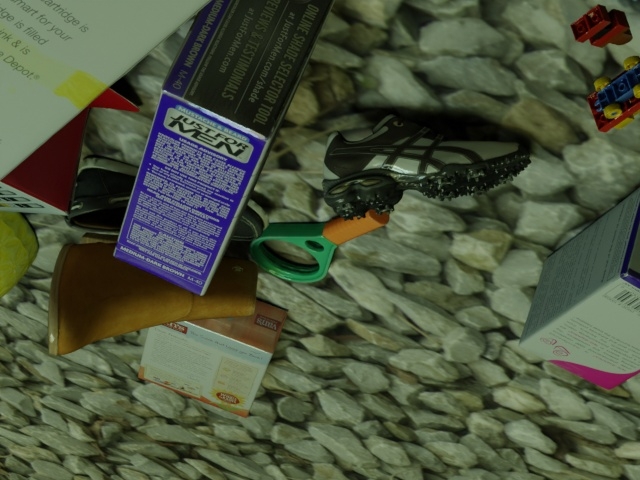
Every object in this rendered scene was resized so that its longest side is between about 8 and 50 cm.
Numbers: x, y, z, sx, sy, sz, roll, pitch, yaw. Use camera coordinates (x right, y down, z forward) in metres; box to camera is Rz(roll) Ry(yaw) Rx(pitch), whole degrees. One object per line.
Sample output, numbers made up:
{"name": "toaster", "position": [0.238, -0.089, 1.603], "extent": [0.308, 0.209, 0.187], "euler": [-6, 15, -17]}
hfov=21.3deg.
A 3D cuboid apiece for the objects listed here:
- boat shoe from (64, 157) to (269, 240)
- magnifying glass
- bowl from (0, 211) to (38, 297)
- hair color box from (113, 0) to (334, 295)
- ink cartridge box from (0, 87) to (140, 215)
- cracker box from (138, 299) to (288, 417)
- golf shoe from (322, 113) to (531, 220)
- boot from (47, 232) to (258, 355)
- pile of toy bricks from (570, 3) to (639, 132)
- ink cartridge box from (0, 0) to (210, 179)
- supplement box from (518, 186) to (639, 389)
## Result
{"name": "boat shoe", "position": [-0.170, -0.027, 1.877], "extent": [0.233, 0.079, 0.084], "euler": [11, 149, 16]}
{"name": "magnifying glass", "position": [0.000, 0.000, 1.860], "extent": [0.092, 0.026, 0.231], "euler": [33, 149, -21]}
{"name": "bowl", "position": [-0.514, 0.019, 2.113], "extent": [0.289, 0.156, 0.289], "euler": [17, 151, 9]}
{"name": "hair color box", "position": [-0.092, -0.106, 1.567], "extent": [0.110, 0.185, 0.339], "euler": [25, 151, -4]}
{"name": "ink cartridge box", "position": [-0.375, -0.127, 1.688], "extent": [0.271, 0.130, 0.309], "euler": [4, 168, 28]}
{"name": "cracker box", "position": [-0.139, 0.132, 2.144], "extent": [0.155, 0.067, 0.232], "euler": [21, 153, -1]}
{"name": "golf shoe", "position": [0.096, -0.083, 1.600], "extent": [0.198, 0.094, 0.077], "euler": [-10, 162, 3]}
{"name": "boot", "position": [-0.176, 0.057, 1.857], "extent": [0.211, 0.295, 0.104], "euler": [8, 108, 2]}
{"name": "pile of toy bricks", "position": [0.301, -0.167, 1.302], "extent": [0.105, 0.118, 0.212], "euler": [8, 148, -41]}
{"name": "ink cartridge box", "position": [-0.292, -0.216, 1.335], "extent": [0.384, 0.160, 0.279], "euler": [-37, 130, 19]}
{"name": "supplement box", "position": [0.298, 0.048, 1.645], "extent": [0.111, 0.114, 0.220], "euler": [26, 151, -11]}
